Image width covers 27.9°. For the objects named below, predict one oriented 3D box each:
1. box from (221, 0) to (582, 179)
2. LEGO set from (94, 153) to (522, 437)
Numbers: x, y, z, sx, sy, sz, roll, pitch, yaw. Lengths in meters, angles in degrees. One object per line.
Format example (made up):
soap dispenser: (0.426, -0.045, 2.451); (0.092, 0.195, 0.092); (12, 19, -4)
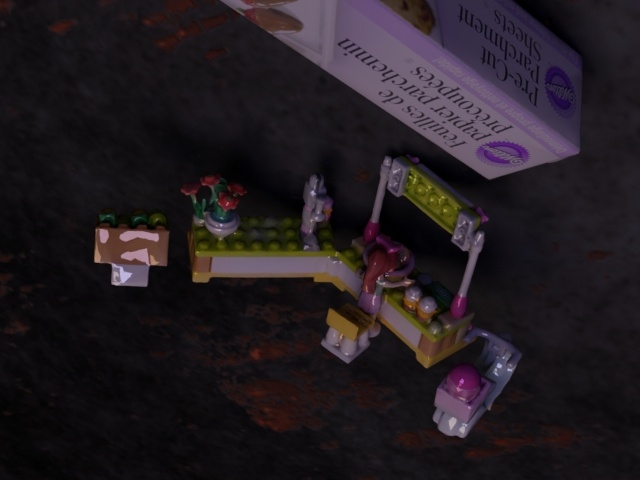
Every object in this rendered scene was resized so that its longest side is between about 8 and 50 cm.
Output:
box: (0.007, -0.128, 0.607); (0.063, 0.067, 0.324); (-17, 144, 42)
LEGO set: (0.000, 0.000, 0.804); (0.287, 0.132, 0.107); (24, 133, 14)
